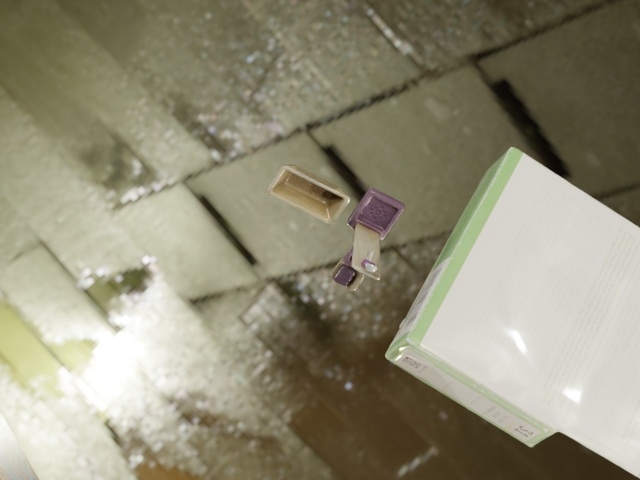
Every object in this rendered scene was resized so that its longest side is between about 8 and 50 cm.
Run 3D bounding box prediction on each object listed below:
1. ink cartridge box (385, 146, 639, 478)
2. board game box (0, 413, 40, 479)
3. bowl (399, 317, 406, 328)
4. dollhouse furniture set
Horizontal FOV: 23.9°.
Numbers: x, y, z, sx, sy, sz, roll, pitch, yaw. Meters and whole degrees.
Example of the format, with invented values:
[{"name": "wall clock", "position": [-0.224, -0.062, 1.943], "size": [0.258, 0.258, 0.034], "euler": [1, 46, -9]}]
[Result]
[{"name": "ink cartridge box", "position": [0.186, 0.066, 1.033], "size": [0.235, 0.171, 0.056], "euler": [32, 155, -3]}, {"name": "board game box", "position": [-0.314, 0.152, 0.653], "size": [0.356, 0.356, 0.356], "euler": [42, 160, 52]}, {"name": "bowl", "position": [0.178, 0.087, 1.758], "size": [0.142, 0.142, 0.053], "euler": [-44, 61, 22]}, {"name": "dollhouse furniture set", "position": [0.000, 0.000, 1.258], "size": [0.114, 0.081, 0.091], "euler": [26, 121, -14]}]
